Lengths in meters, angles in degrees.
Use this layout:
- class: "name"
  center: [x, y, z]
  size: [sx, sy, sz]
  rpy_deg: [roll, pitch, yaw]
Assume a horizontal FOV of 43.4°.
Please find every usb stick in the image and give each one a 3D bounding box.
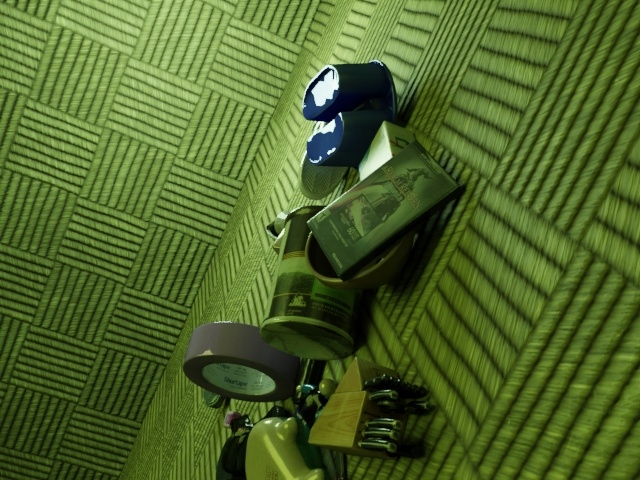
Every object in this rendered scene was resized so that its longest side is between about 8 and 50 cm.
- class: "usb stick"
  center: [-0.010, 0.245, 1.847]
  size: [0.077, 0.045, 0.278]
  rpy_deg: [134, 153, -70]

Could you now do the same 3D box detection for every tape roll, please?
- class: "tape roll"
  center: [-0.190, 0.299, 1.949]
  size: [0.275, 0.274, 0.090]
  rpy_deg: [133, 153, -53]

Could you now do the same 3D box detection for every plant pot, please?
- class: "plant pot"
  center: [0.096, 0.014, 1.582]
  size: [0.237, 0.110, 0.237]
  rpy_deg: [-23, 42, 22]

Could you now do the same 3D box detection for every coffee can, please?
- class: "coffee can"
  center: [-0.004, 0.092, 1.730]
  size: [0.201, 0.201, 0.276]
  rpy_deg: [136, 150, -57]

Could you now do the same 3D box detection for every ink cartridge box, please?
- class: "ink cartridge box"
  center: [0.151, -0.142, 1.734]
  size: [0.231, 0.078, 0.134]
  rpy_deg: [-93, 27, -55]

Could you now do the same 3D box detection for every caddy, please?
- class: "caddy"
  center: [0.084, -0.309, 2.000]
  size: [0.341, 0.179, 0.242]
  rpy_deg: [159, 108, -69]

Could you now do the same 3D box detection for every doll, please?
- class: "doll"
  center: [-0.024, 0.364, 1.725]
  size: [0.189, 0.046, 0.129]
  rpy_deg: [-58, 38, 28]

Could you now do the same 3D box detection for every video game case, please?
- class: "video game case"
  center: [0.115, -0.062, 1.531]
  size: [0.274, 0.026, 0.196]
  rpy_deg: [-38, 37, 5]

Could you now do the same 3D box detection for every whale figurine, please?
- class: "whale figurine"
  center: [-0.041, 0.447, 1.561]
  size: [0.272, 0.141, 0.217]
  rpy_deg: [11, 98, 58]

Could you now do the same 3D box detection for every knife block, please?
- class: "knife block"
  center: [0.080, 0.328, 1.355]
  size: [0.276, 0.088, 0.242]
  rpy_deg: [-61, 17, 26]

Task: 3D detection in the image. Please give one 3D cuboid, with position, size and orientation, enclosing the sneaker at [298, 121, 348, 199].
- class: "sneaker"
  center: [0.021, -0.256, 2.256]
  size: [0.148, 0.131, 0.350]
  rpy_deg: [133, 160, -69]

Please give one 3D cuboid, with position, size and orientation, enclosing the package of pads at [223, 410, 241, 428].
- class: "package of pads"
  center: [-0.257, 0.523, 2.340]
  size: [0.083, 0.031, 0.050]
  rpy_deg: [153, 133, -67]

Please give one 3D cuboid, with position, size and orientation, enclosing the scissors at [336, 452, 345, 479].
- class: "scissors"
  center: [0.043, 0.452, 1.461]
  size: [0.109, 0.021, 0.297]
  rpy_deg: [124, 161, -47]

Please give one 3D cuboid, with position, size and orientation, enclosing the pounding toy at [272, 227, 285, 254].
- class: "pounding toy"
  center: [0.007, 0.002, 1.980]
  size: [0.094, 0.181, 0.206]
  rpy_deg: [8, 54, 41]

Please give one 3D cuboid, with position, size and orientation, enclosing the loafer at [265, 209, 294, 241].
- class: "loafer"
  center: [-0.077, -0.033, 2.291]
  size: [0.319, 0.111, 0.112]
  rpy_deg: [156, 132, -69]

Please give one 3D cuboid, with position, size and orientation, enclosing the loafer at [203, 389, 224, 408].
- class: "loafer"
  center: [-0.311, 0.427, 2.599]
  size: [0.096, 0.084, 0.268]
  rpy_deg: [-22, 45, 26]

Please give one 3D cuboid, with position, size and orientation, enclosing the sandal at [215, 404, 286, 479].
- class: "sandal"
  center: [-0.204, 0.526, 2.021]
  size: [0.446, 0.107, 0.168]
  rpy_deg: [-47, 27, 53]
